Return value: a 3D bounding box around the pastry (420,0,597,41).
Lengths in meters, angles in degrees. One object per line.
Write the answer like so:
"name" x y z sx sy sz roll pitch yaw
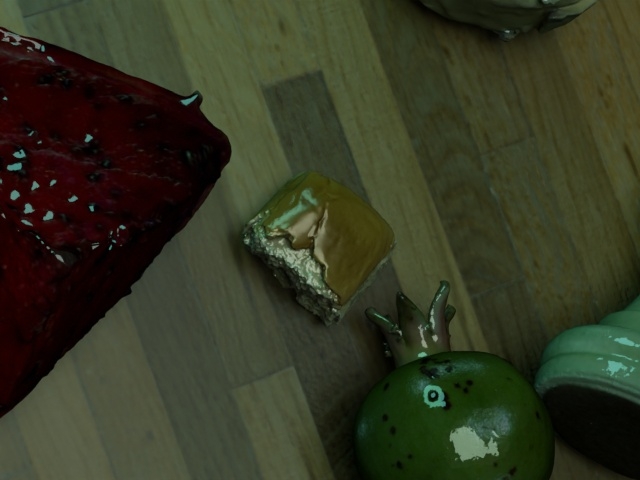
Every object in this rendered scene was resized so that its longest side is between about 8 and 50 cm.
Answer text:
"pastry" 0.173 -0.322 1.481 0.265 0.133 0.264 3 81 -17

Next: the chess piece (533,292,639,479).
"chess piece" 0.340 0.062 1.464 0.195 0.194 0.299 36 64 -10

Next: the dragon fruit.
"dragon fruit" -0.285 -0.046 1.317 0.329 0.228 0.286 34 39 9

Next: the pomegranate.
"pomegranate" 0.109 0.151 1.381 0.182 0.181 0.224 -3 61 -19

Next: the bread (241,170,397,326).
"bread" 0.001 0.001 1.403 0.125 0.082 0.106 41 79 -6
